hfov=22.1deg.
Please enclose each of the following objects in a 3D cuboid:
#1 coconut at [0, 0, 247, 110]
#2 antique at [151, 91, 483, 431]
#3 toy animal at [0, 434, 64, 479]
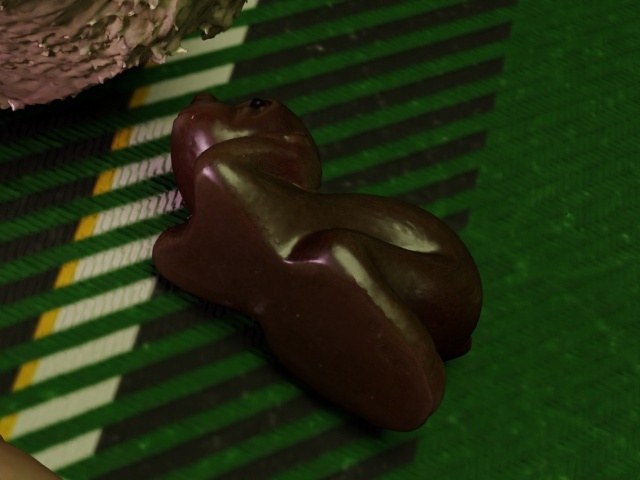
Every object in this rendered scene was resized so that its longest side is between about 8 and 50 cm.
[{"bbox_3d":[-0.201,-0.228,1.074,0.297,0.309,0.297,11,74,-44],"label":"coconut"},{"bbox_3d":[0.000,0.000,1.120,0.257,0.121,0.143,36,45,1],"label":"antique"},{"bbox_3d":[-0.248,0.125,0.811,0.326,0.237,0.269,47,20,-14],"label":"toy animal"}]
